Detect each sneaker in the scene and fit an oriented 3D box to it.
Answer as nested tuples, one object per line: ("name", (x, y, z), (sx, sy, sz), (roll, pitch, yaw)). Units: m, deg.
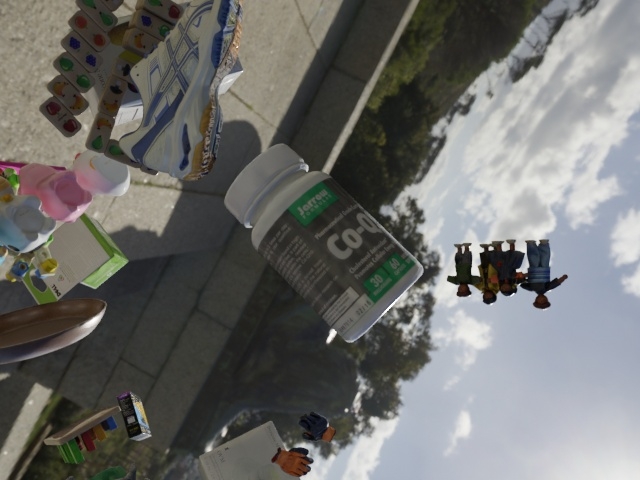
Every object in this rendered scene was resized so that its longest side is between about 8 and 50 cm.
("sneaker", (-0.183, -0.232, 0.748), (0.112, 0.131, 0.296), (-33, 137, -87))

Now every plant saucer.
("plant saucer", (-0.611, 0.193, 1.225), (0.310, 0.311, 0.050), (-46, 127, -73))

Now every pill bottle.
("pill bottle", (0.000, 0.000, 1.098), (0.204, 0.361, 0.204), (-44, 172, -8))

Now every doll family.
("doll family", (0.301, 0.058, 0.948), (0.193, 0.076, 0.111), (-8, -101, 53))

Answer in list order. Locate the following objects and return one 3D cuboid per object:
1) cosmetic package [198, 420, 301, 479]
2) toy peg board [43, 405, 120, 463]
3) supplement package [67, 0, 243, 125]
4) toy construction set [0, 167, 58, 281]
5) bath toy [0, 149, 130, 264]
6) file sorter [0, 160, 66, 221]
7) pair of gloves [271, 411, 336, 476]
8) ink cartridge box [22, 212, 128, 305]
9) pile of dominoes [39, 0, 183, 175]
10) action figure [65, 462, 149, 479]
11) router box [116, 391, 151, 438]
("cosmetic package", (-0.190, 0.662, 1.598), (0.225, 0.224, 0.138), (-20, 153, -26))
("toy peg board", (-0.605, 0.508, 1.498), (0.161, 0.079, 0.161), (-26, -178, -41))
("supplement package", (-0.280, -0.297, 0.978), (0.244, 0.139, 0.134), (-25, -174, -23))
("toy construction set", (-0.743, -0.060, 1.404), (0.151, 0.215, 0.327), (-43, -137, 15))
("bath toy", (-0.505, -0.075, 1.046), (0.129, 0.151, 0.348), (-24, -166, 39))
("file sorter", (-0.962, -0.117, 1.848), (0.202, 0.182, 0.291), (-36, 165, 24))
("pair of gloves", (-0.019, 0.263, 0.742), (0.074, 0.010, 0.083), (44, 75, -38))
("ink cartridge box", (-0.735, 0.067, 1.701), (0.255, 0.189, 0.097), (-41, 163, -5))
("pile of dominoes", (-0.283, -0.244, 0.852), (0.040, 0.196, 0.251), (15, -94, 52))
("action figure", (-0.403, 0.435, 0.954), (0.232, 0.137, 0.063), (-2, 106, -47))
("router box", (-0.577, 0.548, 1.794), (0.046, 0.133, 0.179), (-19, 163, -14))
